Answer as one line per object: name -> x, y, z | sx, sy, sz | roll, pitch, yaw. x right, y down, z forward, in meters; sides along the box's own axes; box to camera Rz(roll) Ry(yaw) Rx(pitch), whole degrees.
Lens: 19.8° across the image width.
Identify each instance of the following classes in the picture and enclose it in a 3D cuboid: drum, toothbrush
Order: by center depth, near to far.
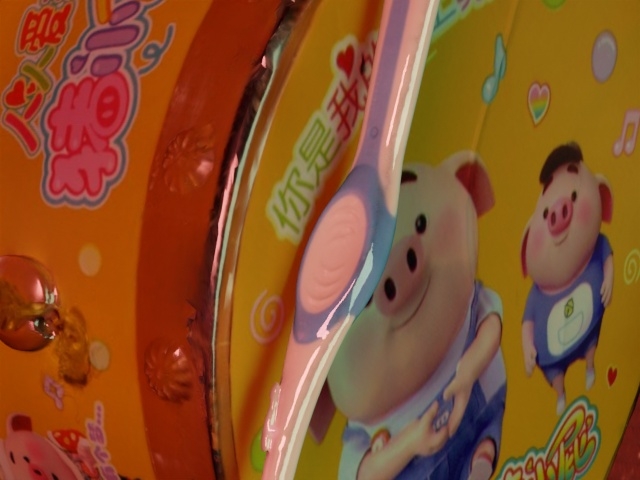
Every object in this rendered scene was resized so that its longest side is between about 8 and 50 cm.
toothbrush -> 0.011, -0.003, 0.747 | 0.040, 0.040, 0.386 | 17, 84, -53
drum -> 0.000, 0.000, 0.945 | 0.431, 0.214, 0.431 | -17, 111, -51
